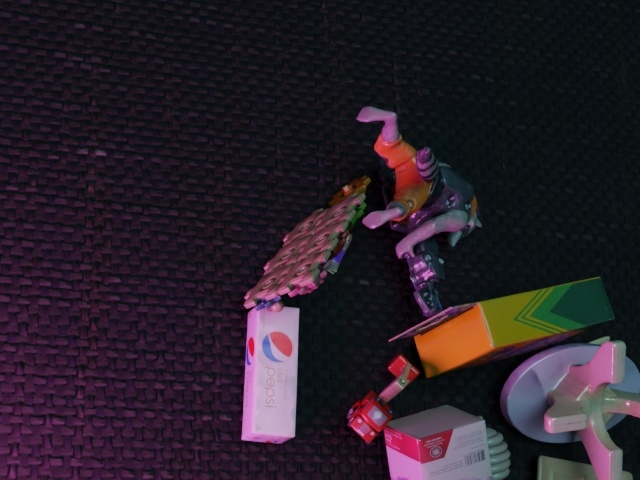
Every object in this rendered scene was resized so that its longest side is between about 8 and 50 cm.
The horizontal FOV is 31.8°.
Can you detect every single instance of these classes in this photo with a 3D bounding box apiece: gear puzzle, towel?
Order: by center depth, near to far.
[{"bbox_3d":[0.000,0.000,1.873,0.044,0.175,0.339,51,41,-18],"label":"gear puzzle"},{"bbox_3d":[0.017,0.011,1.968,0.060,0.009,0.083,31,64,-9],"label":"towel"}]

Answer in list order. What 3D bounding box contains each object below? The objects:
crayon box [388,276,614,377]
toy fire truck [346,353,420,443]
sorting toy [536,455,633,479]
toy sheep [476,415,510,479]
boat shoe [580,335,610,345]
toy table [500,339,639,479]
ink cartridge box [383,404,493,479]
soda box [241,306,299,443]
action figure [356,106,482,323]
[{"bbox_3d":[0.305,0.151,1.895,0.322,0.203,0.083,-8,74,-30],"label":"crayon box"},{"bbox_3d":[0.105,0.257,1.842,0.047,0.192,0.135,44,91,0],"label":"toy fire truck"},{"bbox_3d":[0.455,0.485,1.952,0.208,0.038,0.193,15,67,-20],"label":"sorting toy"},{"bbox_3d":[0.277,0.363,1.899,0.091,0.091,0.132,-12,94,-24],"label":"toy sheep"},{"bbox_3d":[0.460,0.226,2.031,0.170,0.063,0.059,-24,84,-16],"label":"boat shoe"},{"bbox_3d":[0.466,0.277,1.922,0.274,0.161,0.252,-16,105,-18],"label":"toy table"},{"bbox_3d":[0.193,0.375,1.810,0.128,0.127,0.176,-11,98,-23],"label":"ink cartridge box"},{"bbox_3d":[-0.081,0.216,1.826,0.073,0.069,0.216,8,68,-18],"label":"soda box"},{"bbox_3d":[0.187,-0.048,1.911,0.330,0.178,0.341,22,48,-57],"label":"action figure"}]
